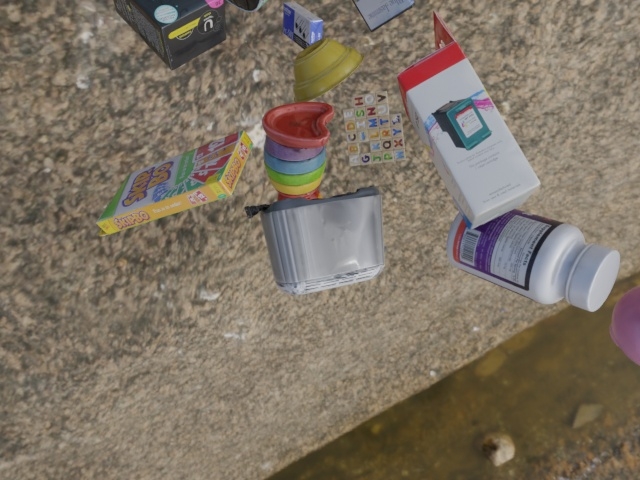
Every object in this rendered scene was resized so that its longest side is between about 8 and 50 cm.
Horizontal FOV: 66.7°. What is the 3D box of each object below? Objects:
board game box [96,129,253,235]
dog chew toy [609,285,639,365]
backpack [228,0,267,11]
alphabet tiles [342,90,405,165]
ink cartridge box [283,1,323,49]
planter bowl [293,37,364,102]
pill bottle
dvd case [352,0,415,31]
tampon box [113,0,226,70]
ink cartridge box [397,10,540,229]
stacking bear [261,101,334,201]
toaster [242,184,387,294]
[{"bbox_3d":[-0.229,-0.083,0.736,0.259,0.124,0.039,-16,129,26],"label":"board game box"},{"bbox_3d":[0.542,0.096,0.630,0.206,0.332,0.206,10,67,-25],"label":"dog chew toy"},{"bbox_3d":[-0.175,-0.676,1.117,0.225,0.253,0.191,36,62,7],"label":"backpack"},{"bbox_3d":[0.183,-0.384,1.674,0.198,0.009,0.237,-4,106,17],"label":"alphabet tiles"},{"bbox_3d":[-0.060,-0.676,1.541,0.046,0.207,0.097,-15,133,-22],"label":"ink cartridge box"},{"bbox_3d":[-0.002,-0.457,1.259,0.217,0.217,0.090,-34,119,6],"label":"planter bowl"},{"bbox_3d":[0.276,0.019,0.645,0.108,0.193,0.108,-19,120,-36],"label":"pill bottle"},{"bbox_3d":[0.147,-0.766,1.437,0.253,0.180,0.022,52,59,-21],"label":"dvd case"},{"bbox_3d":[-0.253,-0.393,0.805,0.120,0.101,0.161,-40,80,-19],"label":"tampon box"},{"bbox_3d":[0.162,-0.137,0.586,0.078,0.134,0.231,-28,78,11],"label":"ink cartridge box"},{"bbox_3d":[-0.056,-0.174,1.206,0.164,0.175,0.289,5,134,5],"label":"stacking bear"},{"bbox_3d":[0.000,0.000,0.778,0.227,0.129,0.146,-10,91,-22],"label":"toaster"}]
